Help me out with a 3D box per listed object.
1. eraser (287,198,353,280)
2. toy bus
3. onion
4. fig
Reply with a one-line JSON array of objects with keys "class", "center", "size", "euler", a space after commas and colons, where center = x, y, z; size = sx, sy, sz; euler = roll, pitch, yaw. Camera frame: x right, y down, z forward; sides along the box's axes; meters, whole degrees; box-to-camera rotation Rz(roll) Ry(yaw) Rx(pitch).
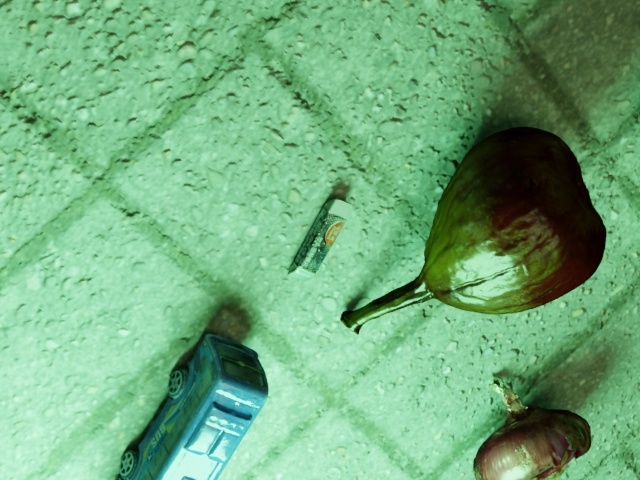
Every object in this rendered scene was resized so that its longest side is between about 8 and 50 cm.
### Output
[{"class": "eraser", "center": [0.000, 0.000, 1.514], "size": [0.027, 0.019, 0.099], "euler": [20, 106, -34]}, {"class": "toy bus", "center": [-0.136, 0.217, 1.524], "size": [0.079, 0.094, 0.236], "euler": [22, 106, -34]}, {"class": "onion", "center": [0.233, 0.222, 1.719], "size": [0.150, 0.140, 0.150], "euler": [-30, 170, -6]}, {"class": "fig", "center": [0.170, 0.019, 1.535], "size": [0.191, 0.190, 0.290], "euler": [14, 127, -32]}]
